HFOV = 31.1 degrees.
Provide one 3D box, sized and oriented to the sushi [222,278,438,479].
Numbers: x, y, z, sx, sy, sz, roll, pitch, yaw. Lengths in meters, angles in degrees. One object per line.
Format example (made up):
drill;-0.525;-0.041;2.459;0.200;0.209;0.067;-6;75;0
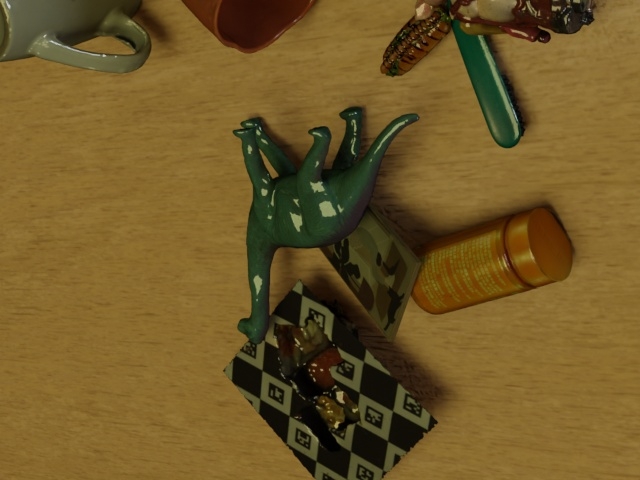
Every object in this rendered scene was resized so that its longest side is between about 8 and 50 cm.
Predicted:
sushi;0.022;0.222;1.696;0.292;0.059;0.294;47;135;9

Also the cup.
cup;-0.350;-0.309;1.523;0.258;0.234;0.186;43;133;3

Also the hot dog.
hot dog;0.110;-0.236;1.370;0.122;0.037;0.049;-44;64;42

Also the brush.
brush;0.195;-0.201;1.346;0.043;0.032;0.193;-18;93;46

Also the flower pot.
flower pot;-0.111;-0.346;1.377;0.173;0.190;0.190;39;133;24

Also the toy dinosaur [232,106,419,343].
toy dinosaur;0.000;0.000;1.510;0.383;0.129;0.331;4;111;43

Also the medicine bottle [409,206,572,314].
medicine bottle;0.205;0.028;1.428;0.192;0.096;0.096;-19;104;40

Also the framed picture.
framed picture;0.059;0.017;1.515;0.201;0.010;0.136;52;141;38

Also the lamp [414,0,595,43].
lamp;0.174;-0.282;1.253;0.253;0.118;0.118;16;124;26
